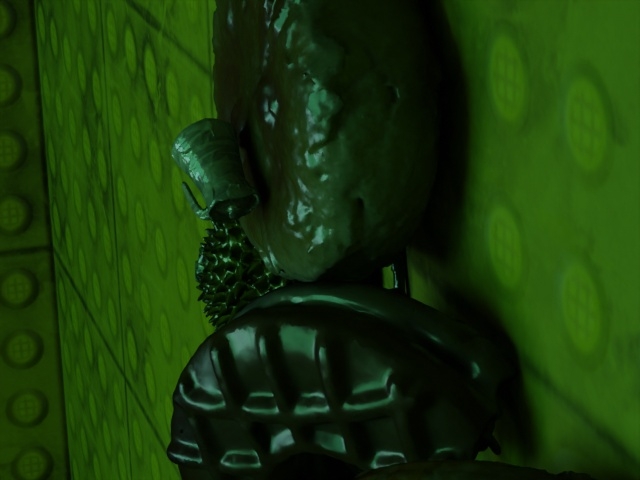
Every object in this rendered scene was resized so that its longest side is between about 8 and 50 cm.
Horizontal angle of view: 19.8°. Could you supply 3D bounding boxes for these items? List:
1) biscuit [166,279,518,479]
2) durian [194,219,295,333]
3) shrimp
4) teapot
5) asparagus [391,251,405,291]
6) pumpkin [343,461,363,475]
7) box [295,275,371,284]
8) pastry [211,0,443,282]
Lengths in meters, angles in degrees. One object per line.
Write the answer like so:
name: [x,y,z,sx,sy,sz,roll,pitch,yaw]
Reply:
biscuit: [0.006,0.178,1.481,0.268,0.115,0.366,30,133,16]
durian: [-0.071,0.041,1.711,0.137,0.095,0.221,-85,3,-46]
shrimp: [0.139,0.185,1.235,0.287,0.152,0.063,-2,76,43]
teapot: [-0.085,-0.050,1.491,0.067,0.057,0.083,-46,53,25]
asparagus: [0.064,0.026,1.573,0.016,0.016,0.163,6,102,51]
pumpkin: [-0.002,0.224,1.723,0.217,0.110,0.217,-167,90,-72]
box: [0.000,0.000,1.735,0.201,0.042,0.212,118,143,-63]
pastry: [0.002,-0.111,1.509,0.329,0.136,0.330,173,90,-73]
